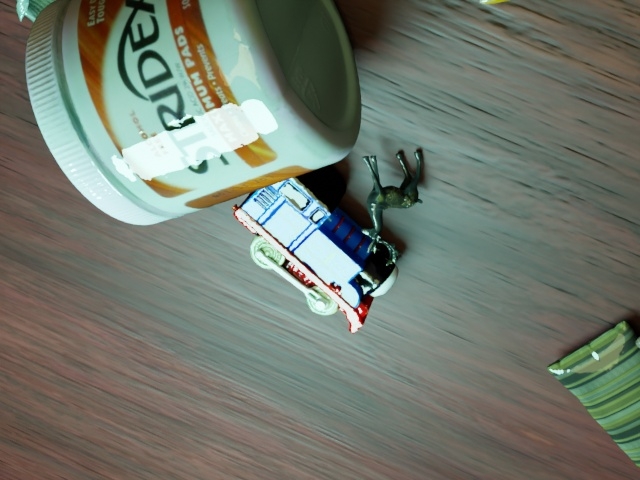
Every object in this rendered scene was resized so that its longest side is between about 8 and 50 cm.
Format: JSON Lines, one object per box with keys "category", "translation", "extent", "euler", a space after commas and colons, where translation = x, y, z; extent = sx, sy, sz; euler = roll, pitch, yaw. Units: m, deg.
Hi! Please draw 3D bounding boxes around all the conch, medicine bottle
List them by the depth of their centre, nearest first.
{"category": "medicine bottle", "translation": [-0.114, -0.164, 0.851], "extent": [0.241, 0.252, 0.252], "euler": [-18, 110, 25]}
{"category": "conch", "translation": [-0.318, -0.290, 0.962], "extent": [0.076, 0.056, 0.085], "euler": [8, 141, -9]}

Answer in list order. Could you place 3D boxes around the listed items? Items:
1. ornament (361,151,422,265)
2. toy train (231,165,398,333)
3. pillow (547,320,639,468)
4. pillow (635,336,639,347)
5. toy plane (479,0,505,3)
{"category": "ornament", "translation": [0.081, -0.035, 0.958], "extent": [0.073, 0.028, 0.125], "euler": [-4, 92, -19]}
{"category": "toy train", "translation": [0.000, 0.000, 1.001], "extent": [0.204, 0.083, 0.131], "euler": [42, 119, -8]}
{"category": "pillow", "translation": [0.374, 0.191, 1.012], "extent": [0.113, 0.038, 0.203], "euler": [-37, 102, 26]}
{"category": "pillow", "translation": [0.490, 0.087, 0.892], "extent": [0.223, 0.084, 0.236], "euler": [29, 124, -5]}
{"category": "toy plane", "translation": [0.288, -0.277, 0.746], "extent": [0.316, 0.103, 0.204], "euler": [-21, 108, 17]}
